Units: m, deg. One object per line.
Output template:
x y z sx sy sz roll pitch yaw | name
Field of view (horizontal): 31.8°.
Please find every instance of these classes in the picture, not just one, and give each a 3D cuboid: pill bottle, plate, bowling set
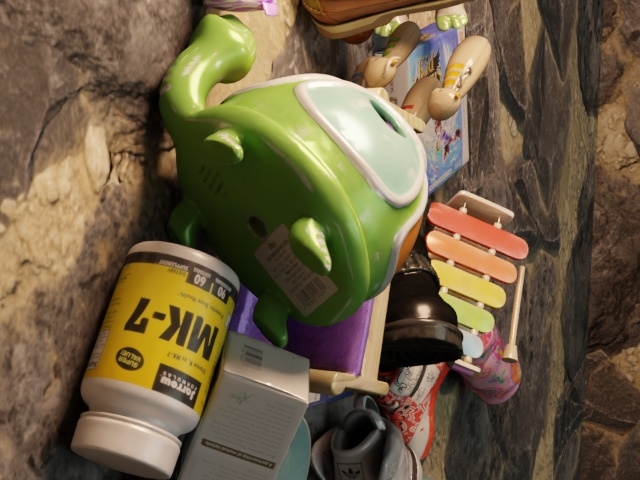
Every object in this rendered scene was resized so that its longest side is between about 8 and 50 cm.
-0.161 0.117 1.092 0.119 0.119 0.209 52 48 -56 | pill bottle
-0.065 0.309 1.435 0.188 0.024 0.188 -42 138 -52 | plate
0.075 -0.208 1.538 0.154 0.200 0.287 -58 -174 -37 | bowling set

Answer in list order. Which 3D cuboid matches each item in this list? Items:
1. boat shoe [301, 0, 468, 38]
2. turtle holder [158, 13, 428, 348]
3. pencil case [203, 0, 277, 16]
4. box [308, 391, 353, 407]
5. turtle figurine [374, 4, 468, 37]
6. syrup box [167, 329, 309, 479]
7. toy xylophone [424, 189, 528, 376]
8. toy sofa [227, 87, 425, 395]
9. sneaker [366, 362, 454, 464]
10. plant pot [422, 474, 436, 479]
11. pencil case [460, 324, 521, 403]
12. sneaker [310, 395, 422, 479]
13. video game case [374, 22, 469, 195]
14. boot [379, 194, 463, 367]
0.121 -0.354 1.418 0.104 0.307 0.111 61 5 -53 | boat shoe
-0.034 -0.069 1.192 0.227 0.320 0.243 -37 146 -33 | turtle holder
-0.083 -0.347 1.211 0.086 0.088 0.206 -20 113 -61 | pencil case
-0.006 0.156 1.533 0.225 0.036 0.137 3 92 -64 | box
0.135 -0.400 1.558 0.197 0.274 0.266 -29 133 -20 | turtle figurine
-0.095 0.224 1.157 0.093 0.096 0.237 -90 -158 -69 | syrup box
0.266 0.083 1.941 0.081 0.236 0.323 146 -45 -62 | toy xylophone
0.000 0.000 1.343 0.177 0.150 0.363 21 75 -52 | toy sofa
0.117 0.257 1.780 0.145 0.090 0.270 -1 115 -40 | sneaker
0.201 0.541 1.869 0.290 0.195 0.290 5 90 -65 | plant pot
0.295 0.215 2.113 0.284 0.124 0.124 46 53 -58 | pencil case
0.046 0.402 1.586 0.210 0.137 0.366 67 31 -44 | sneaker
0.170 -0.210 1.821 0.269 0.061 0.244 -39 128 -57 | video game case
0.108 0.038 1.533 0.348 0.131 0.260 107 -19 -81 | boot
